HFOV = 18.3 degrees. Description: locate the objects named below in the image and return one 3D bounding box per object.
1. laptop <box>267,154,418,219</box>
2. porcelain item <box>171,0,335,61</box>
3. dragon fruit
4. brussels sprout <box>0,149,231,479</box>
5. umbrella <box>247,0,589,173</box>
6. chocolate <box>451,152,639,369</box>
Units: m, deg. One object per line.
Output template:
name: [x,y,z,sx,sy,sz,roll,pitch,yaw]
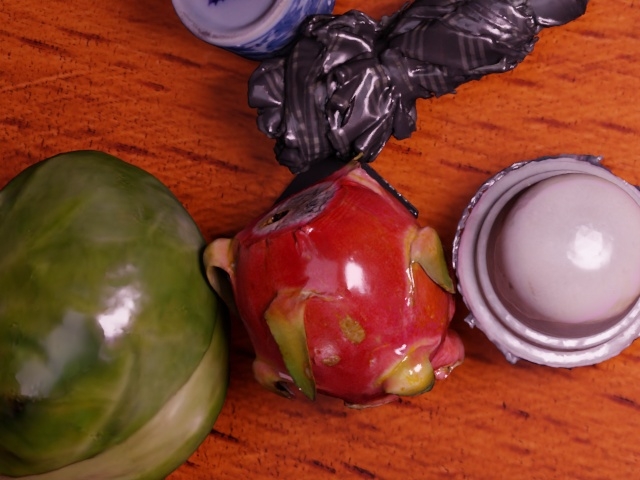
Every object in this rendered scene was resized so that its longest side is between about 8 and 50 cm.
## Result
laptop: [0.000,0.000,1.981,0.129,0.016,0.180,44,104,21]
porcelain item: [-0.065,-0.255,1.974,0.147,0.114,0.147,-3,83,25]
dragon fruit: [0.022,0.053,1.857,0.224,0.224,0.227,-14,108,23]
brussels sprout: [-0.250,0.105,1.944,0.315,0.276,0.371,45,105,24]
umbrella: [0.093,-0.163,1.891,0.337,0.128,0.154,-12,71,20]
chocolate: [0.234,0.012,1.774,0.221,0.147,0.221,1,84,-10]
